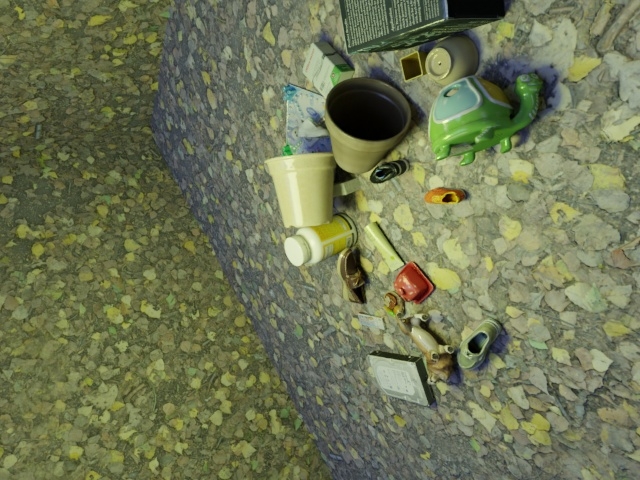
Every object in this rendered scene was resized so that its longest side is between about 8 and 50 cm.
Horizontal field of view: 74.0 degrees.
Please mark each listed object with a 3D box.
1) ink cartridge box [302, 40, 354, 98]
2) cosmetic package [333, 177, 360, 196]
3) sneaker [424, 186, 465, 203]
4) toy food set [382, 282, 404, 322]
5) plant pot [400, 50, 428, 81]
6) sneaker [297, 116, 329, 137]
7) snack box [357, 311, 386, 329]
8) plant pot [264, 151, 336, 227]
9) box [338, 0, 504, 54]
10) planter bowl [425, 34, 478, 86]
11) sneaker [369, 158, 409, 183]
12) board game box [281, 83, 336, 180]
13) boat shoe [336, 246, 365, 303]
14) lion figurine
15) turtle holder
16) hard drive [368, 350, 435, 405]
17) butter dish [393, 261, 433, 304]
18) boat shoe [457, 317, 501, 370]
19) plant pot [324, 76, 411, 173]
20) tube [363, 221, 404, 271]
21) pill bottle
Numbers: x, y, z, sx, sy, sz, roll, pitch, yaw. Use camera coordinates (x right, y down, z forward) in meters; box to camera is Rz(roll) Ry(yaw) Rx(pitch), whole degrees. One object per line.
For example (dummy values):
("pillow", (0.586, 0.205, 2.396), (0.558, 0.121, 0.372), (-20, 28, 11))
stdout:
("ink cartridge box", (0.030, -0.727, 1.823), (0.208, 0.087, 0.153), (53, 143, 18))
("cosmetic package", (0.074, -0.242, 2.028), (0.239, 0.099, 0.060), (-3, 106, 54))
("sneaker", (0.455, -0.165, 1.594), (0.175, 0.067, 0.064), (0, 110, 55))
("toy food set", (0.346, 0.303, 2.024), (0.132, 0.038, 0.192), (41, 137, 32))
("plant pot", (0.341, -0.608, 1.479), (0.081, 0.083, 0.081), (-1, 108, 52))
("sneaker", (-0.038, -0.522, 1.959), (0.212, 0.080, 0.094), (19, 112, 48))
("snack box", (0.267, 0.416, 2.208), (0.178, 0.022, 0.064), (2, 111, 52))
("plant pot", (-0.070, -0.218, 1.897), (0.334, 0.334, 0.305), (3, 101, 52))
("box", (0.294, -0.727, 1.293), (0.395, 0.293, 0.212), (10, 116, 51))
("planter bowl", (0.413, -0.578, 1.381), (0.162, 0.109, 0.162), (29, 130, 41))
("sneaker", (0.249, -0.278, 1.755), (0.217, 0.121, 0.079), (-17, 94, 55))
("board game box", (-0.060, -0.525, 2.088), (0.390, 0.050, 0.390), (35, 134, 37))
("boat shoe", (0.170, 0.186, 2.121), (0.123, 0.123, 0.342), (19, 133, 35))
("lion figurine", (0.450, 0.439, 1.868), (0.392, 0.142, 0.240), (59, 171, 19))
("turtle holder", (0.477, -0.384, 1.296), (0.320, 0.243, 0.227), (152, 111, -64))
("hard drive", (0.402, 0.691, 2.149), (0.339, 0.064, 0.237), (-10, 101, 54))
("butter dish", (0.381, 0.202, 1.853), (0.160, 0.118, 0.160), (53, 143, 20))
("boat shoe", (0.611, 0.424, 1.693), (0.109, 0.094, 0.302), (42, 138, 32))
("plant pot", (0.161, -0.422, 1.671), (0.323, 0.323, 0.280), (53, 159, 19))
("tube", (0.287, 0.027, 1.936), (0.240, 0.062, 0.070), (57, -175, 6))
("pill bottle", (0.000, 0.000, 2.055), (0.188, 0.334, 0.188), (29, 130, 42))
